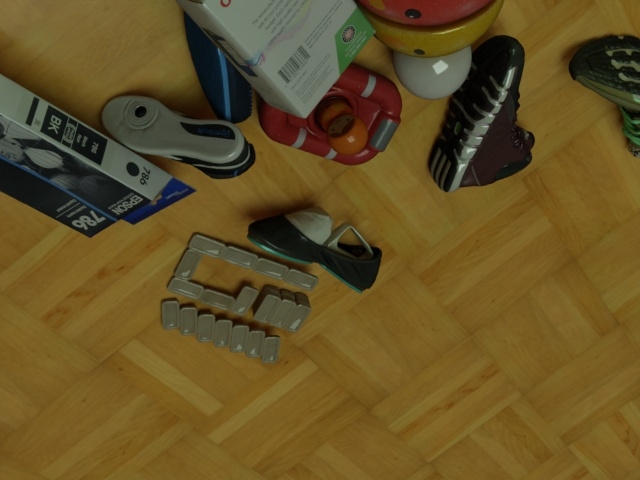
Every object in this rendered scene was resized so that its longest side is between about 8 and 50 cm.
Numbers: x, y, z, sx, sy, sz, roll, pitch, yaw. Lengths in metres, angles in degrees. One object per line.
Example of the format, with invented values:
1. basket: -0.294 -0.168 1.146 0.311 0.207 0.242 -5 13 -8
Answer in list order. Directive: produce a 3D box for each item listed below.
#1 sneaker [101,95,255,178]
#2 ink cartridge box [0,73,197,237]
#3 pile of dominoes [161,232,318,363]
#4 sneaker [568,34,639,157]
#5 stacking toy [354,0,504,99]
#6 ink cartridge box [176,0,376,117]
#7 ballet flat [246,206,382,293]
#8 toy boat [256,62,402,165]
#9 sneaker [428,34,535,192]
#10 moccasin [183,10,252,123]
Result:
1. sneaker: -0.198 -0.135 1.332 0.121 0.216 0.079 56 53 -70
2. ink cartridge box: -0.349 -0.094 1.293 0.332 0.065 0.165 30 141 -35
3. pile of dominoes: -0.142 0.097 1.589 0.251 0.040 0.196 21 115 -23
4. sneaker: 0.567 -0.204 1.580 0.410 0.158 0.182 15 135 -24
5. stacking toy: 0.148 -0.358 1.231 0.350 0.351 0.480 -23 144 -4
6. ink cartridge box: -0.055 -0.282 1.157 0.154 0.093 0.212 -52 131 -7
7. ballet flat: 0.000 0.000 1.533 0.280 0.095 0.096 25 103 -44
8. toy boat: 0.022 -0.177 1.366 0.231 0.151 0.151 15 117 -30
9. sneaker: 0.292 -0.200 1.500 0.162 0.106 0.281 -1 135 -27
10. moccasin: -0.109 -0.310 1.231 0.116 0.138 0.342 -22 134 -22
